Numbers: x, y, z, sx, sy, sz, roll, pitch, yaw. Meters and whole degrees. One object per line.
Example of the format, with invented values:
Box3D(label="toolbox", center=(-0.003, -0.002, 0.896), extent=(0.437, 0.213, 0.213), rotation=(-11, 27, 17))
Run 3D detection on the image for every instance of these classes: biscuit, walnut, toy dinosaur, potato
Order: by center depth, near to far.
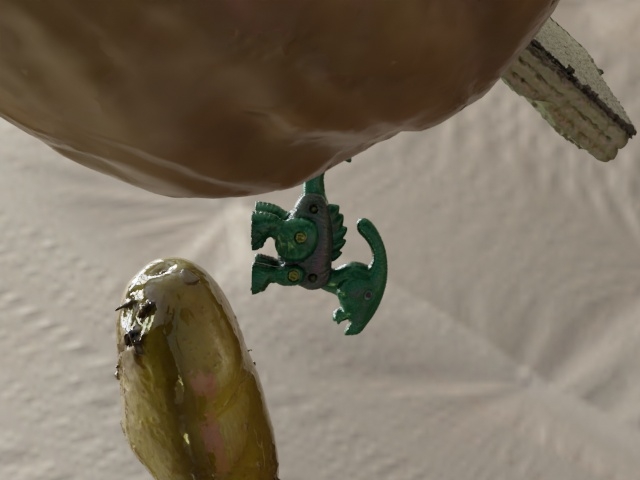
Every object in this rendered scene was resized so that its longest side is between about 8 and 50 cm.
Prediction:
Box3D(label="walnut", center=(-0.055, -0.199, 0.695), extent=(0.381, 0.381, 0.381), rotation=(-3, -142, 3))
Box3D(label="biscuit", center=(0.103, -0.135, 1.060), extent=(0.040, 0.199, 0.121), rotation=(-41, -149, 19))
Box3D(label="toy dinosaur", center=(0.000, 0.000, 1.234), extent=(0.096, 0.132, 0.059), rotation=(4, -168, 0))
Box3D(label="potato", center=(-0.127, 0.163, 1.788), extent=(0.140, 0.300, 0.173), rotation=(-28, -156, -31))
